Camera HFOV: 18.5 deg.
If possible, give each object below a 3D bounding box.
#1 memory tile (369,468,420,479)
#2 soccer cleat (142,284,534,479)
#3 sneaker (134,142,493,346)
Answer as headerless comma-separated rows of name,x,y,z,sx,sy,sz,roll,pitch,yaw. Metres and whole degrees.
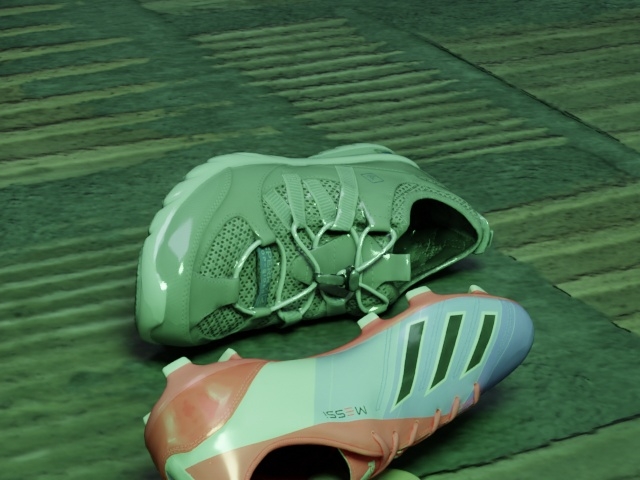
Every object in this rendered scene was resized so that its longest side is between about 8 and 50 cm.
memory tile,-0.002,0.147,0.990,0.113,0.012,0.148,24,32,39
soccer cleat,0.023,0.090,1.028,0.248,0.083,0.095,-11,51,-35
sneaker,0.000,0.000,1.208,0.115,0.105,0.281,20,28,34
